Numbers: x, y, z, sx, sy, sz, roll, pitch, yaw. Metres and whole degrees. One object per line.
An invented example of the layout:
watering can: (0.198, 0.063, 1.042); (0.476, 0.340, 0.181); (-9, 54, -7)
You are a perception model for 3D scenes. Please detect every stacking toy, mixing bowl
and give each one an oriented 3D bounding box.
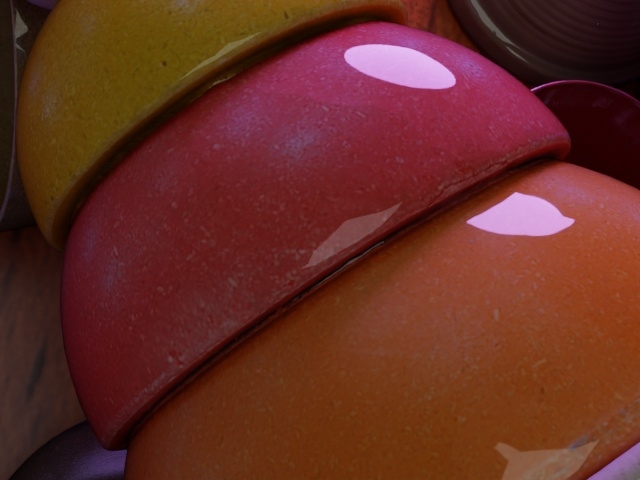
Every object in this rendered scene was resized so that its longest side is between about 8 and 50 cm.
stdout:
stacking toy: (-0.030, -0.039, 0.556); (0.351, 0.350, 0.479); (-31, 83, -16)
mixing bowl: (0.188, -0.026, 0.893); (0.182, 0.098, 0.181); (2, 81, -13)

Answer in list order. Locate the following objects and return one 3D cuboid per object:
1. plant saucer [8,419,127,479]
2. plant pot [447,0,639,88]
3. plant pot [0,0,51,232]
plant saucer: (-0.099, 0.262, 0.723); (0.311, 0.050, 0.310); (1, 94, 16)
plant pot: (0.225, -0.248, 0.936); (0.238, 0.110, 0.237); (3, 79, -14)
plant pot: (-0.114, -0.134, 0.790); (0.254, 0.237, 0.237); (-6, 82, -27)
